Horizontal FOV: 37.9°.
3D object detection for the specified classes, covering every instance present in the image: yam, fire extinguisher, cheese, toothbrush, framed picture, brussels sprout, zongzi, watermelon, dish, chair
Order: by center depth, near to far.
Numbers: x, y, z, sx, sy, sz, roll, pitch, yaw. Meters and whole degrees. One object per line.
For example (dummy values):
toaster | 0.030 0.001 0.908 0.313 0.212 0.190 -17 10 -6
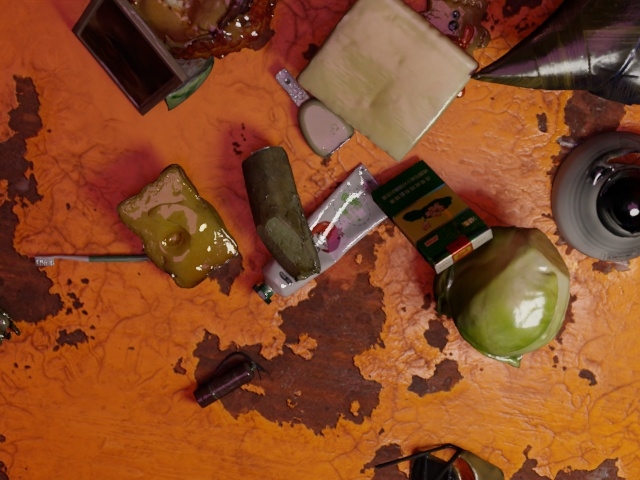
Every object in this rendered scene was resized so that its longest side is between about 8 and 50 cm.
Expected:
framed picture | -0.348 -0.339 1.682 0.020 0.289 0.211 -44 104 -22
zongzi | 0.503 -0.462 1.735 0.432 0.208 0.404 2 104 -15
watermelon | -0.299 -0.314 1.778 0.158 0.098 0.121 23 68 -11
cheese | 0.129 -0.323 1.782 0.265 0.124 0.242 38 108 -5
yam | -0.079 -0.047 1.820 0.106 0.106 0.259 -16 82 -1
brussels sprout | 0.360 0.102 1.838 0.227 0.260 0.294 4 142 -38
cheese | -0.020 -0.258 1.842 0.097 0.037 0.192 -39 103 3
toothbrush | -0.447 0.037 1.882 0.257 0.018 0.024 -2 105 -4
dish | 0.621 -0.080 1.888 0.273 0.134 0.274 -1 102 -6
fire extinguisher | -0.192 0.287 1.948 0.157 0.045 0.078 -31 81 3
chair | 0.254 0.536 1.986 0.246 0.172 0.159 -14 108 -46

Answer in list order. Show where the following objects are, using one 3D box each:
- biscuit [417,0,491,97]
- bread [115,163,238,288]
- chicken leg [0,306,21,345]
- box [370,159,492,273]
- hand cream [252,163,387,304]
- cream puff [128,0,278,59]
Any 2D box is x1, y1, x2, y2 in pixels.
biscuit | 0.250 -0.390 1.838 0.165 0.036 0.226 14 101 -9
bread | -0.280 -0.026 1.850 0.160 0.088 0.233 -32 106 8
chicken leg | -0.744 0.060 1.787 0.152 0.201 0.429 -39 116 -5
box | 0.213 -0.051 1.815 0.132 0.235 0.034 -33 141 -8
hand cream | 0.000 0.000 1.895 0.336 0.076 0.121 -42 104 -2
cream puff | -0.211 -0.490 1.678 0.350 0.228 0.351 4 104 17
